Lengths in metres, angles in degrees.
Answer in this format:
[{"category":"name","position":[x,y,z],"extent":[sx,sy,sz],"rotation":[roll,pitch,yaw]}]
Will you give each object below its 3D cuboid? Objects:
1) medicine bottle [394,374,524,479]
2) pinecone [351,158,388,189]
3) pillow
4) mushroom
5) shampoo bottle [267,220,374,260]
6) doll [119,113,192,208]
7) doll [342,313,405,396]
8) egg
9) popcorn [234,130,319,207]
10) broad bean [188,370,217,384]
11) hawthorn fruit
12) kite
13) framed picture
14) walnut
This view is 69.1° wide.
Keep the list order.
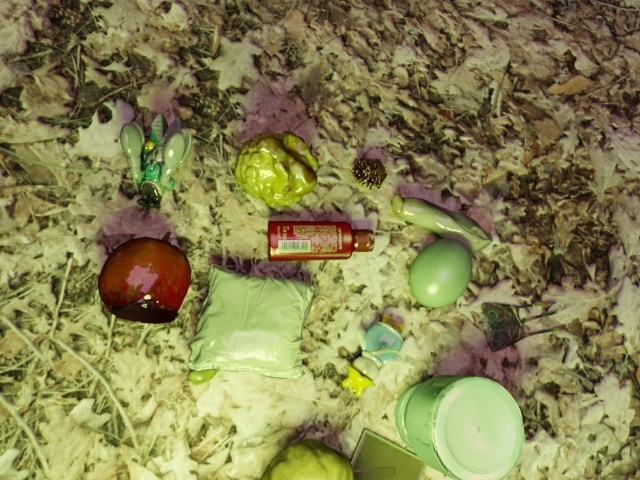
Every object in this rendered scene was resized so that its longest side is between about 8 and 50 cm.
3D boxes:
[{"category":"medicine bottle","position":[0.330,0.470,1.193],"extent":[0.244,0.290,0.245],"rotation":[4,74,-14]},{"category":"pinecone","position":[0.153,-0.214,1.444],"extent":[0.109,0.102,0.102],"rotation":[30,70,8]},{"category":"pillow","position":[-0.171,0.213,1.226],"extent":[0.309,0.138,0.284],"rotation":[9,68,-9]},{"category":"mushroom","position":[0.378,-0.055,1.452],"extent":[0.351,0.097,0.109],"rotation":[25,50,-2]},{"category":"shampoo bottle","position":[-0.001,0.000,1.356],"extent":[0.313,0.076,0.118],"rotation":[-1,74,-14]},{"category":"doll","position":[-0.436,-0.228,1.279],"extent":[0.194,0.153,0.259],"rotation":[-15,83,-2]},{"category":"doll","position":[0.149,0.318,1.295],"extent":[0.135,0.098,0.241],"rotation":[45,70,-22]},{"category":"egg","position":[0.354,0.093,1.364],"extent":[0.168,0.168,0.231],"rotation":[38,64,-1]},{"category":"popcorn","position":[-0.120,-0.208,1.298],"extent":[0.236,0.251,0.206],"rotation":[18,78,-4]},{"category":"broad bean","position":[-0.305,0.340,1.214],"extent":[0.063,0.045,0.083],"rotation":[39,62,11]},{"category":"hawthorn fruit","position":[-0.434,0.084,1.170],"extent":[0.215,0.215,0.250],"rotation":[23,73,-6]},{"category":"kite","position":[0.638,0.257,1.468],"extent":[0.285,0.015,0.152],"rotation":[-6,79,-12]},{"category":"framed picture","position":[0.176,0.626,1.259],"extent":[0.203,0.015,0.150],"rotation":[28,71,-5]},{"category":"walnut","position":[-0.020,0.621,1.085],"extent":[0.253,0.277,0.282],"rotation":[21,61,-12]}]
